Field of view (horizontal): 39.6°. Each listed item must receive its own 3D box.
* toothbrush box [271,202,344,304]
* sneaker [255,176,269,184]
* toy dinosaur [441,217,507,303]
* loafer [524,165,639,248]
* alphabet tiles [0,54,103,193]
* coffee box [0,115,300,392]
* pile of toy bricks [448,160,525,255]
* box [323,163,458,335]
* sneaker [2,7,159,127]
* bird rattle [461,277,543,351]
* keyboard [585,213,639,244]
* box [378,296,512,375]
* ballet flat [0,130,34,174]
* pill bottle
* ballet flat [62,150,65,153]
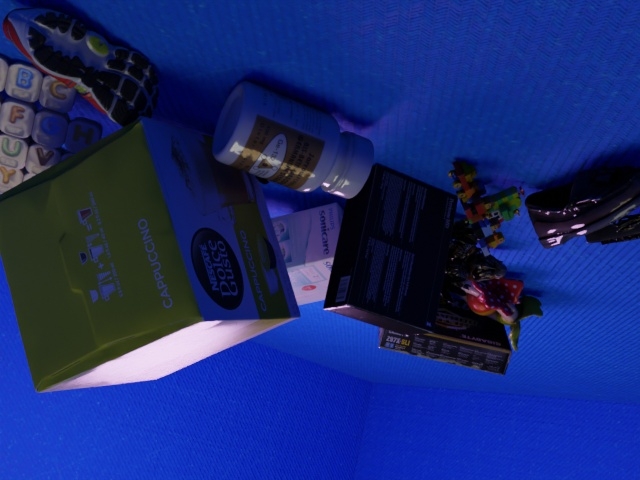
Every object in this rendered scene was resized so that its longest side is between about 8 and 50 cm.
[{"bbox_3d":[-0.063,0.045,1.862,0.296,0.126,0.216,-14,155,14],"label":"toothbrush box"},{"bbox_3d":[-0.095,-0.130,1.592,0.063,0.073,0.162,3,162,31],"label":"sneaker"},{"bbox_3d":[0.228,0.036,1.815,0.322,0.164,0.218,-7,-176,-9],"label":"toy dinosaur"},{"bbox_3d":[0.408,-0.063,1.389,0.095,0.109,0.302,54,161,3],"label":"loafer"},{"bbox_3d":[-0.529,-0.184,1.536,0.284,0.021,0.278,17,126,-14],"label":"alphabet tiles"},{"bbox_3d":[-0.290,0.035,1.505,0.338,0.337,0.334,-24,167,21],"label":"coffee box"},{"bbox_3d":[0.299,-0.060,1.514,0.105,0.118,0.212,-24,145,10],"label":"pile of toy bricks"},{"bbox_3d":[0.128,0.021,1.599,0.184,0.261,0.103,20,163,-22],"label":"box"},{"bbox_3d":[-0.351,-0.265,1.327,0.118,0.107,0.279,24,171,37],"label":"sneaker"},{"bbox_3d":[0.407,0.154,2.124,0.207,0.143,0.253,20,171,46],"label":"bird rattle"},{"bbox_3d":[0.553,-0.030,1.358,0.202,0.033,0.317,3,167,-41],"label":"keyboard"},{"bbox_3d":[0.309,0.220,2.270,0.322,0.079,0.257,13,-161,-1],"label":"box"},{"bbox_3d":[-0.650,-0.182,1.666,0.483,0.182,0.164,11,148,-10],"label":"ballet flat"},{"bbox_3d":[-0.040,-0.148,1.378,0.229,0.131,0.131,19,163,-22],"label":"pill bottle"},{"bbox_3d":[-0.568,-0.175,1.850,0.052,0.057,0.168,16,167,26],"label":"ballet flat"}]
